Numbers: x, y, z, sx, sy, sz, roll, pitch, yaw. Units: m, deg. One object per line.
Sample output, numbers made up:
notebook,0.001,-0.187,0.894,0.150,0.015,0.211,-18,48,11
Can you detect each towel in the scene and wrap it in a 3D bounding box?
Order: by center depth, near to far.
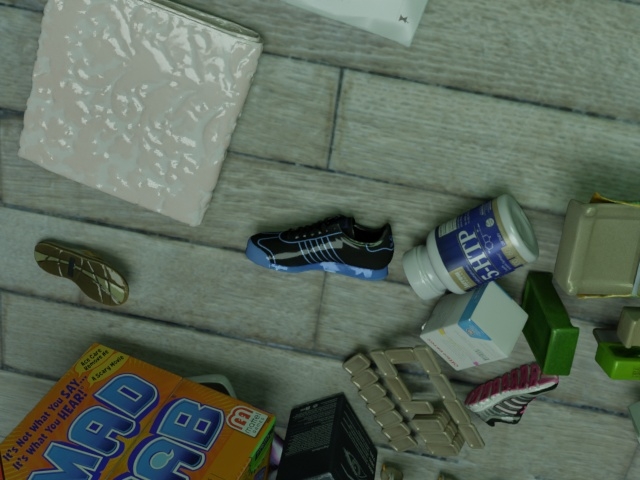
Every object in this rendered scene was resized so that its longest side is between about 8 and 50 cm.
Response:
towel,-0.278,-0.212,1.593,0.316,0.053,0.332,21,121,-2

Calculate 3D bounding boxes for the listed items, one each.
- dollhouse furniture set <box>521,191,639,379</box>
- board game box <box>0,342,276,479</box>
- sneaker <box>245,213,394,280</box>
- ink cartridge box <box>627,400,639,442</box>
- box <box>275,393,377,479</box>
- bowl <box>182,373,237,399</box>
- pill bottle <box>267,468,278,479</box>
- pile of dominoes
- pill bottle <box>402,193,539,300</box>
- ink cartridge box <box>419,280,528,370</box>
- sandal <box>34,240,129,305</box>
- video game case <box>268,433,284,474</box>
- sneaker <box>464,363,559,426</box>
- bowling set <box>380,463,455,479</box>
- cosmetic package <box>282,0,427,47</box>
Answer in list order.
dollhouse furniture set,0.432,0.044,1.586,0.197,0.151,0.302,2,120,-6
board game box,-0.320,0.461,1.765,0.356,0.356,0.356,19,128,13
sneaker,0.000,0.000,1.662,0.232,0.081,0.091,6,119,-2
ink cartridge box,0.618,0.300,1.691,0.208,0.087,0.153,-26,114,13
box,0.013,0.392,1.813,0.108,0.207,0.153,-20,116,20
bowl,-0.207,0.294,1.882,0.142,0.053,0.142,-10,119,15
pill bottle,-0.065,0.500,1.933,0.087,0.087,0.160,8,122,4
pile of dominoes,0.159,0.265,1.800,0.196,0.040,0.251,-8,124,39
pill bottle,0.225,0.017,1.611,0.186,0.112,0.112,-28,113,23
ink cartridge box,0.235,0.136,1.671,0.092,0.090,0.143,44,146,-15
sandal,-0.393,0.046,1.773,0.180,0.049,0.072,25,117,11
video game case,-0.092,0.468,1.984,0.196,0.026,0.274,-36,108,26
sneaker,0.328,0.263,1.771,0.170,0.063,0.075,-27,113,28
bowling set,0.245,0.509,1.905,0.199,0.154,0.287,-22,115,0
cosmetic package,0.050,-0.473,1.356,0.284,0.097,0.377,21,122,-1
